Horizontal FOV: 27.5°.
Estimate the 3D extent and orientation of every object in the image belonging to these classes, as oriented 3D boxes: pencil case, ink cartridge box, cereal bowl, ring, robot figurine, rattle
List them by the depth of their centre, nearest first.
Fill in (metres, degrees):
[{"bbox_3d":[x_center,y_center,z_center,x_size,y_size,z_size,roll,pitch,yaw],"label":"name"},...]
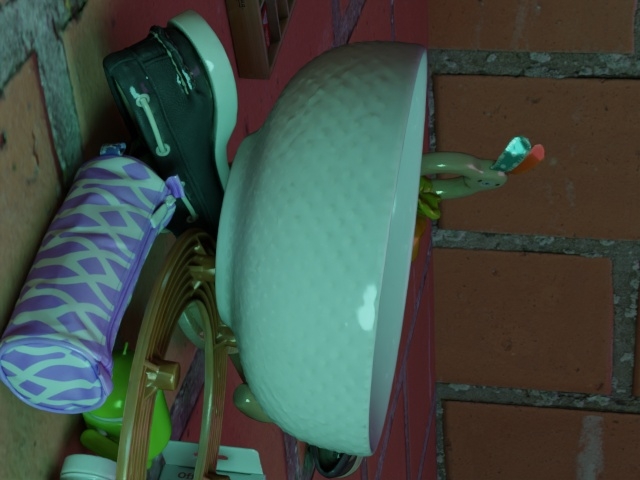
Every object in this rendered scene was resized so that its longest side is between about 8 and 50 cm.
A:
[{"bbox_3d":[-0.163,0.028,0.949,0.086,0.088,0.206,80,19,-46],"label":"pencil case"},{"bbox_3d":[-0.157,0.135,1.054,0.115,0.067,0.101,83,29,-43],"label":"robot figurine"},{"bbox_3d":[-0.106,0.158,1.062,0.336,0.032,0.337,7,90,-83],"label":"ring"},{"bbox_3d":[0.000,0.000,1.077,0.339,0.141,0.339,7,90,-82],"label":"cereal bowl"},{"bbox_3d":[-0.103,0.275,1.273,0.060,0.104,0.180,-74,162,-44],"label":"ink cartridge box"},{"bbox_3d":[0.191,-0.051,1.700,0.130,0.199,0.143,71,21,-53],"label":"rattle"}]

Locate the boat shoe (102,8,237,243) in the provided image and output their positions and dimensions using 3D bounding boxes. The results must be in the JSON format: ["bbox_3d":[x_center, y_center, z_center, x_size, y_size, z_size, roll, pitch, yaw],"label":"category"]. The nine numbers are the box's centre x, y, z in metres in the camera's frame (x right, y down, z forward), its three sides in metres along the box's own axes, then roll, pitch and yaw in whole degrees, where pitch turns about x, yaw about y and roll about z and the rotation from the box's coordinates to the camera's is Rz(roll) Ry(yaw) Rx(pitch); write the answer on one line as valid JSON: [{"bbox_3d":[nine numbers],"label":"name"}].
[{"bbox_3d":[-0.126,-0.064,1.110,0.114,0.091,0.302,49,-23,35],"label":"boat shoe"}]

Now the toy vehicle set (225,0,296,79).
[{"bbox_3d":[-0.072,-0.329,1.425,0.267,0.035,0.166,81,17,-45],"label":"toy vehicle set"}]

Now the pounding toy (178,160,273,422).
[{"bbox_3d":[-0.096,0.046,1.332,0.154,0.155,0.269,21,59,-48],"label":"pounding toy"}]

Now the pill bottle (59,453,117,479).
[{"bbox_3d":[-0.180,0.221,0.972,0.065,0.065,0.116,73,24,-59],"label":"pill bottle"}]

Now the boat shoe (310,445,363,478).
[{"bbox_3d":[0.037,0.217,1.957,0.092,0.103,0.285,16,83,-83],"label":"boat shoe"}]
